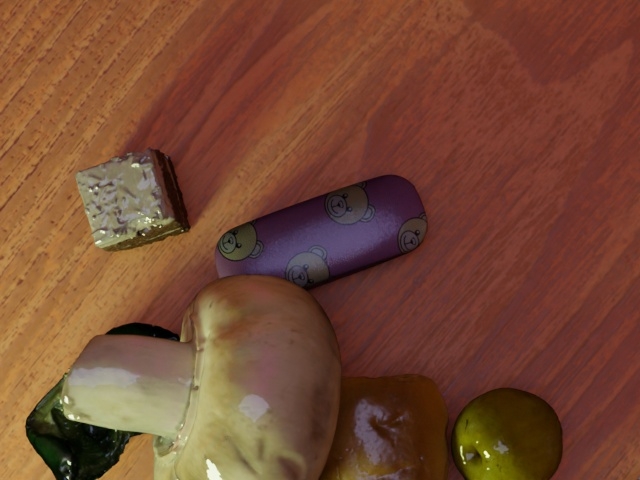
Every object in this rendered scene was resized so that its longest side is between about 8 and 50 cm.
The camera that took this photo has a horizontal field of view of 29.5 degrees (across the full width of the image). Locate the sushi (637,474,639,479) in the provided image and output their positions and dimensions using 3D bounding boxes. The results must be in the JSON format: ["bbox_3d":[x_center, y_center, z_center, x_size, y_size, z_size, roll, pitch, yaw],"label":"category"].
[{"bbox_3d":[0.477,0.563,1.645,0.343,0.064,0.359,33,84,6],"label":"sushi"}]

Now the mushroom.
[{"bbox_3d":[-0.128,0.206,1.635,0.353,0.353,0.325,32,43,10],"label":"mushroom"}]

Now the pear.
[{"bbox_3d":[0.256,0.278,1.671,0.148,0.162,0.149,11,106,44],"label":"pear"}]

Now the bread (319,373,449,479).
[{"bbox_3d":[0.083,0.356,1.672,0.195,0.149,0.344,0,81,6],"label":"bread"}]

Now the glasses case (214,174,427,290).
[{"bbox_3d":[0.000,0.000,1.776,0.316,0.076,0.123,-19,80,2],"label":"glasses case"}]

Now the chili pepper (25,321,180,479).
[{"bbox_3d":[-0.298,0.230,1.761,0.148,0.116,0.264,40,85,22],"label":"chili pepper"}]

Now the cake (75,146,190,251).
[{"bbox_3d":[-0.276,-0.060,1.777,0.135,0.147,0.135,-19,79,4],"label":"cake"}]
